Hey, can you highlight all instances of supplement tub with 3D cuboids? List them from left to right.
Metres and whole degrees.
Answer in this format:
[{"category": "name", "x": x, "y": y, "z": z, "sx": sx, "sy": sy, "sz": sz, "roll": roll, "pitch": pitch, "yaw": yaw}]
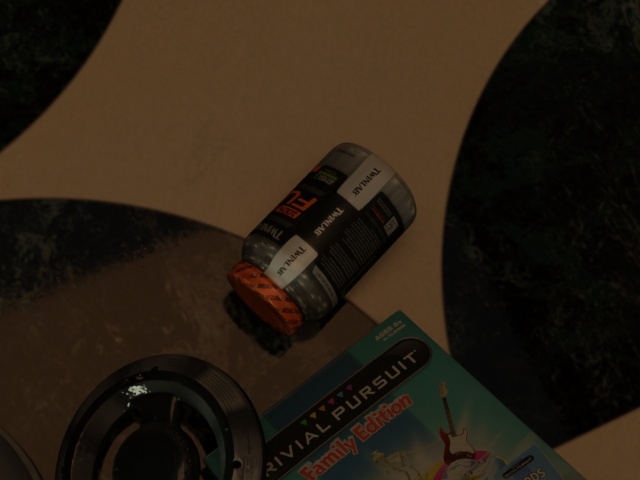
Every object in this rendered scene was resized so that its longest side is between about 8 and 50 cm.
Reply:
[{"category": "supplement tub", "x": 0.000, "y": 0.000, "z": 1.284, "sx": 0.117, "sy": 0.117, "sz": 0.190, "roll": 42, "pitch": 72, "yaw": 6}]

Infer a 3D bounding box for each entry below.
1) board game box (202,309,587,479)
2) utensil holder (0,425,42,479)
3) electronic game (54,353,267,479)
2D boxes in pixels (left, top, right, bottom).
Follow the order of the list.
[{"category": "board game box", "x": 0.088, "y": 0.253, "z": 1.163, "sx": 0.254, "sy": 0.079, "sz": 0.336, "roll": -36, "pitch": 52, "yaw": -16}, {"category": "utensil holder", "x": -0.395, "y": 0.251, "z": 1.019, "sx": 0.328, "sy": 0.385, "sz": 0.327, "roll": 2, "pitch": 73, "yaw": -7}, {"category": "electronic game", "x": -0.157, "y": 0.221, "z": 1.192, "sx": 0.229, "sy": 0.048, "sz": 0.229, "roll": -9, "pitch": 68, "yaw": 22}]
